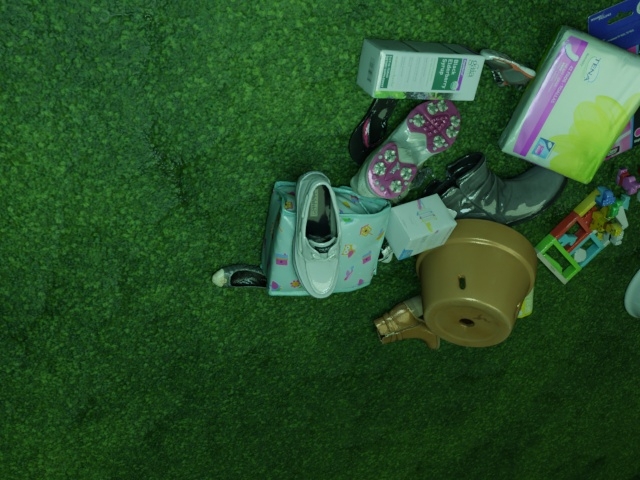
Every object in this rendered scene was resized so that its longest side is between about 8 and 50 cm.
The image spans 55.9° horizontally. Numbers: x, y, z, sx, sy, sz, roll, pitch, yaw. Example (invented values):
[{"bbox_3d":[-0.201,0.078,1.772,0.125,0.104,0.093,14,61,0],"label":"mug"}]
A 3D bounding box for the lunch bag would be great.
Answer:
[{"bbox_3d":[0.015,-0.001,1.328,0.263,0.160,0.223,2,120,-17],"label":"lunch bag"}]

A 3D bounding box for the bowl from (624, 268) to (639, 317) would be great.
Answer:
[{"bbox_3d":[1.149,0.168,1.944,0.298,0.134,0.297,-11,125,-16],"label":"bowl"}]

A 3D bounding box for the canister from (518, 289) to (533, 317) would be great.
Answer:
[{"bbox_3d":[0.529,0.113,1.646,0.073,0.126,0.169,-21,129,-9],"label":"canister"}]

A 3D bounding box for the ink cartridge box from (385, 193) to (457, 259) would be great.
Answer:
[{"bbox_3d":[0.227,-0.033,1.354,0.143,0.089,0.092,-18,154,-22],"label":"ink cartridge box"}]

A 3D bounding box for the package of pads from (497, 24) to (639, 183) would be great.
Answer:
[{"bbox_3d":[0.572,-0.297,1.350,0.229,0.101,0.296,21,116,-2],"label":"package of pads"}]

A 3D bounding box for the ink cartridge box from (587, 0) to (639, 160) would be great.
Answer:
[{"bbox_3d":[0.728,-0.382,1.440,0.176,0.069,0.370,-24,126,-6],"label":"ink cartridge box"}]

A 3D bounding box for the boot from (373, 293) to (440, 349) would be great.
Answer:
[{"bbox_3d":[0.235,0.249,1.647,0.152,0.073,0.197,-28,116,-5],"label":"boot"}]

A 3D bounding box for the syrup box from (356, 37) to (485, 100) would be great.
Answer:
[{"bbox_3d":[0.201,-0.343,1.216,0.237,0.096,0.093,-3,123,-20],"label":"syrup box"}]

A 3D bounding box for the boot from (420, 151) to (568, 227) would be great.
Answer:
[{"bbox_3d":[0.425,-0.132,1.446,0.338,0.118,0.222,-39,124,1],"label":"boot"}]

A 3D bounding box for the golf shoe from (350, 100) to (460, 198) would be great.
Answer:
[{"bbox_3d":[0.177,-0.198,1.292,0.306,0.140,0.115,-42,102,-25],"label":"golf shoe"}]

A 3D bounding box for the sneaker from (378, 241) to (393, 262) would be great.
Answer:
[{"bbox_3d":[0.165,0.020,1.485,0.037,0.032,0.083,6,119,-26],"label":"sneaker"}]

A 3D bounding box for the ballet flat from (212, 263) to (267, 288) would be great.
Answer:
[{"bbox_3d":[-0.161,0.086,1.378,0.173,0.049,0.057,1,121,-24],"label":"ballet flat"}]

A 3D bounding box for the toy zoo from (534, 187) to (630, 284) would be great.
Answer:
[{"bbox_3d":[0.754,-0.024,1.709,0.293,0.030,0.192,-47,127,11],"label":"toy zoo"}]

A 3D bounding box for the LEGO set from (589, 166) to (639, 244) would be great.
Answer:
[{"bbox_3d":[0.790,-0.067,1.616,0.087,0.093,0.227,-16,126,-13],"label":"LEGO set"}]

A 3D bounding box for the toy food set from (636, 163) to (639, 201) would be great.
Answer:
[{"bbox_3d":[0.939,-0.170,1.629,0.105,0.111,0.232,17,83,-31],"label":"toy food set"}]

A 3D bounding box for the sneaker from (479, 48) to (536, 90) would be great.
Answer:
[{"bbox_3d":[0.400,-0.365,1.312,0.158,0.061,0.064,13,122,-29],"label":"sneaker"}]

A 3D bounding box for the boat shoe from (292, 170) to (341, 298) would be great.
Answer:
[{"bbox_3d":[0.000,0.000,1.181,0.096,0.088,0.267,-3,110,-13],"label":"boat shoe"}]

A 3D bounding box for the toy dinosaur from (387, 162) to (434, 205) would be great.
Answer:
[{"bbox_3d":[0.203,-0.135,1.357,0.064,0.118,0.268,38,102,-2],"label":"toy dinosaur"}]

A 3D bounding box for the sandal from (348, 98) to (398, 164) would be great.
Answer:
[{"bbox_3d":[0.115,-0.240,1.282,0.067,0.040,0.179,12,116,-31],"label":"sandal"}]

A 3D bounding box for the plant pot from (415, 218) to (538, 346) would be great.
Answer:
[{"bbox_3d":[0.359,0.117,1.441,0.291,0.203,0.290,13,142,10],"label":"plant pot"}]
